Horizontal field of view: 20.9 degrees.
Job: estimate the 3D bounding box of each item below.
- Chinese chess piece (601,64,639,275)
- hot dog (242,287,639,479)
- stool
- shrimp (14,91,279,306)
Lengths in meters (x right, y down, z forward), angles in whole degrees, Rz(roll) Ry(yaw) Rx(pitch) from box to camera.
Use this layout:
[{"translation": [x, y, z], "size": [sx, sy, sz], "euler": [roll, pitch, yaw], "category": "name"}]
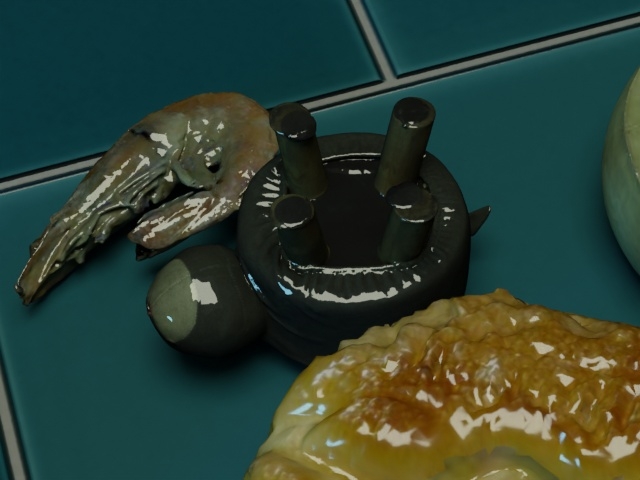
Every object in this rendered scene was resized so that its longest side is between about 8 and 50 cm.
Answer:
[{"translation": [0.316, -0.045, 1.172], "size": [0.250, 0.101, 0.250], "euler": [-1, 54, 2], "category": "Chinese chess piece"}, {"translation": [0.130, 0.196, 0.959], "size": [0.365, 0.196, 0.367], "euler": [15, 51, 11], "category": "hot dog"}, {"translation": [0.005, 0.006, 1.129], "size": [0.228, 0.139, 0.153], "euler": [-38, 60, -25], "category": "stool"}, {"translation": [-0.118, -0.026, 1.203], "size": [0.126, 0.047, 0.223], "euler": [27, 62, 38], "category": "shrimp"}]
